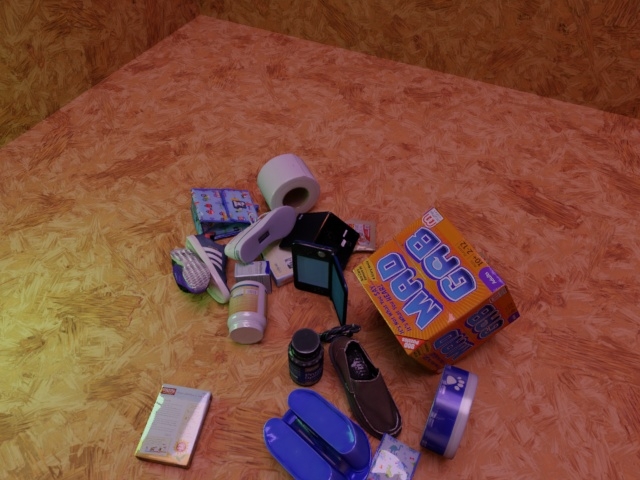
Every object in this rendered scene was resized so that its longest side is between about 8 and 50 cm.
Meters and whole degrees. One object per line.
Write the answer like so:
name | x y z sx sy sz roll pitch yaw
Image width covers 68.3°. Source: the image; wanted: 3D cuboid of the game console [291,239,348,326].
game console | -0.005 0.170 1.739 0.250 0.293 0.173 12 50 10

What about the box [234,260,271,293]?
box | -0.264 0.150 1.865 0.137 0.126 0.072 -3 47 -4

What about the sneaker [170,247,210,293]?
sneaker | -0.506 0.152 1.845 0.102 0.146 0.293 -8 30 -30

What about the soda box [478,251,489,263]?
soda box | 0.600 0.128 1.856 0.061 0.181 0.058 -19 52 -17

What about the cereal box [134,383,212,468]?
cereal box | -0.468 0.595 1.527 0.172 0.047 0.240 8 49 6

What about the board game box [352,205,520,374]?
board game box | 0.398 0.180 1.611 0.356 0.356 0.357 -38 54 8

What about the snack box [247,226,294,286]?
snack box | -0.164 0.035 2.009 0.187 0.060 0.322 -21 52 -17

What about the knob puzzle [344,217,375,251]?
knob puzzle | 0.144 -0.019 2.080 0.213 0.030 0.213 0 50 -1

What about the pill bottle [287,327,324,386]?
pill bottle | -0.049 0.392 1.594 0.122 0.219 0.123 0 49 -1

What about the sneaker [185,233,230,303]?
sneaker | -0.416 0.096 1.916 0.148 0.131 0.350 -16 57 -34

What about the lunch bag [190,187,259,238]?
lunch bag | -0.418 -0.126 2.125 0.293 0.138 0.221 -7 47 -23

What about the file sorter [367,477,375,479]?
file sorter | 0.108 0.820 1.249 0.202 0.182 0.290 35 57 26

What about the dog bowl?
dog bowl | 0.396 0.523 1.456 0.104 0.265 0.265 19 51 18

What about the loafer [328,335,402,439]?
loafer | 0.147 0.477 1.528 0.133 0.130 0.366 -29 79 -23

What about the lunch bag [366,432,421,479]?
lunch bag | 0.215 0.688 1.422 0.128 0.096 0.151 23 43 18

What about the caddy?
caddy | -0.009 0.615 1.428 0.341 0.179 0.241 28 69 39

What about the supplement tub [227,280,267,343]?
supplement tub | -0.270 0.265 1.752 0.144 0.144 0.200 -1 49 -2

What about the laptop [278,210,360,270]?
laptop | 0.000 0.000 2.006 0.264 0.136 0.234 37 47 -9

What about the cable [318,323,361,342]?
cable | 0.048 0.339 1.677 0.150 0.184 0.047 -2 70 -40

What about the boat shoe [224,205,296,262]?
boat shoe | -0.258 -0.034 1.949 0.156 0.136 0.367 9 40 36

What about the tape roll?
tape roll | -0.144 -0.242 2.131 0.246 0.246 0.169 -19 52 -16
